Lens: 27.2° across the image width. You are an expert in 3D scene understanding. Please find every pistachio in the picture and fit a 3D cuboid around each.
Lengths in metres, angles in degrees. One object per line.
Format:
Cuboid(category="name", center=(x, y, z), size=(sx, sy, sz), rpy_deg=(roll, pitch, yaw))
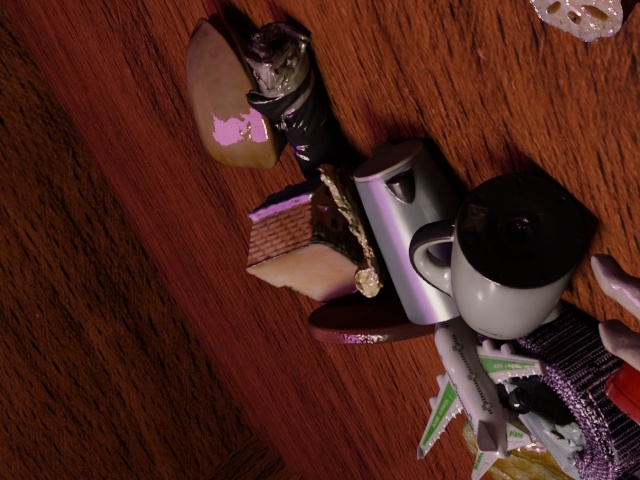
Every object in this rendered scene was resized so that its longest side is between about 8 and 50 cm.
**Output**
Cuboid(category="pistachio", center=(-0.138, -0.241, 2.162), size=(0.213, 0.163, 0.260), rpy_deg=(19, 134, 55))

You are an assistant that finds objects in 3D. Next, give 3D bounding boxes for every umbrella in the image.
Cuboid(category="umbrella", center=(-0.035, -0.188, 2.088), size=(0.106, 0.113, 0.357), rpy_deg=(15, 147, 30))

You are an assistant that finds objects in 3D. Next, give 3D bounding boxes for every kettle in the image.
Cuboid(category="kettle", center=(0.226, 0.027, 1.756), size=(0.221, 0.161, 0.236), rpy_deg=(13, 158, 8))
Cuboid(category="kettle", center=(0.150, -0.028, 1.955), size=(0.243, 0.160, 0.210), rpy_deg=(63, -172, -15))

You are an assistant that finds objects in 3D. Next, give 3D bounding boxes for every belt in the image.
Cuboid(category="belt", center=(0.352, 0.219, 1.924), size=(0.325, 0.122, 0.260), rpy_deg=(41, 157, 46))

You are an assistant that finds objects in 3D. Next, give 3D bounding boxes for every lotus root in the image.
Cuboid(category="lotus root", center=(0.257, -0.259, 1.263), size=(0.112, 0.081, 0.122), rpy_deg=(19, 145, 56))

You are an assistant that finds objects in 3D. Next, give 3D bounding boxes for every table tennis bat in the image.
Cuboid(category="table tennis bat", center=(0.111, 0.104, 2.155), size=(0.414, 0.268, 0.051), rpy_deg=(-93, -6, -81))

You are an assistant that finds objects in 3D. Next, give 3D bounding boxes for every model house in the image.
Cuboid(category="model house", center=(-0.005, -0.015, 2.116), size=(0.166, 0.172, 0.183), rpy_deg=(-22, 143, 32))

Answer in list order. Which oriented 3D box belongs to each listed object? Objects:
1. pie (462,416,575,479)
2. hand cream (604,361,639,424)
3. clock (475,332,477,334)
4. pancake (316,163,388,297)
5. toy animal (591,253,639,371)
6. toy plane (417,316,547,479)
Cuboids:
Cuboid(category="pie", center=(0.375, 0.381, 2.230), size=(0.296, 0.078, 0.371), rpy_deg=(39, 163, -16))
Cuboid(category="hand cream", center=(0.440, 0.180, 1.528), size=(0.193, 0.125, 0.193), rpy_deg=(31, -171, -6))
Cuboid(category="clock", center=(0.283, 0.222, 2.239), size=(0.205, 0.051, 0.205), rpy_deg=(41, 162, 17))
Cuboid(category="pancake", center=(0.049, -0.043, 1.999), size=(0.244, 0.057, 0.266), rpy_deg=(49, -156, -41))
Cuboid(category="toy animal", center=(0.465, 0.122, 1.316), size=(0.194, 0.303, 0.344), rpy_deg=(76, 178, -51))
Cuboid(category="toy plane", center=(0.225, 0.210, 1.895), size=(0.101, 0.251, 0.255), rpy_deg=(17, -136, -40))
